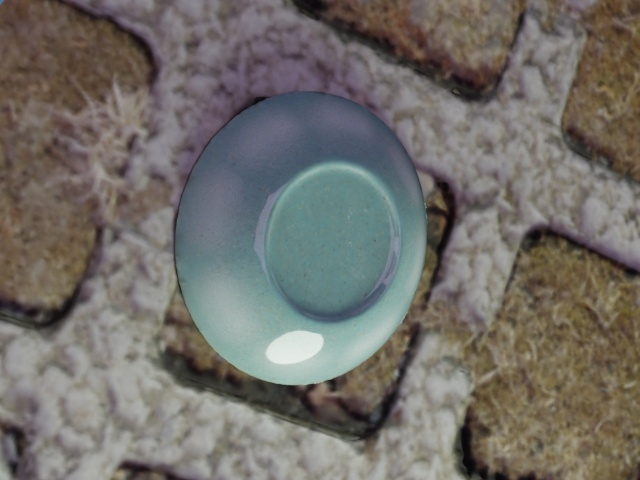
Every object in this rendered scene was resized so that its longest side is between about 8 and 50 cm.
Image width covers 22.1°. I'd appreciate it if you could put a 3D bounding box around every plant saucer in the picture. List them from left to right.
[{"bbox_3d":[0.000,0.000,1.063,0.195,0.037,0.195,-3,95,-32],"label":"plant saucer"}]

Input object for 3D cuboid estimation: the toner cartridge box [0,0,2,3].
[{"bbox_3d":[-0.130,-0.272,0.827,0.165,0.075,0.348,91,24,-54],"label":"toner cartridge box"}]
